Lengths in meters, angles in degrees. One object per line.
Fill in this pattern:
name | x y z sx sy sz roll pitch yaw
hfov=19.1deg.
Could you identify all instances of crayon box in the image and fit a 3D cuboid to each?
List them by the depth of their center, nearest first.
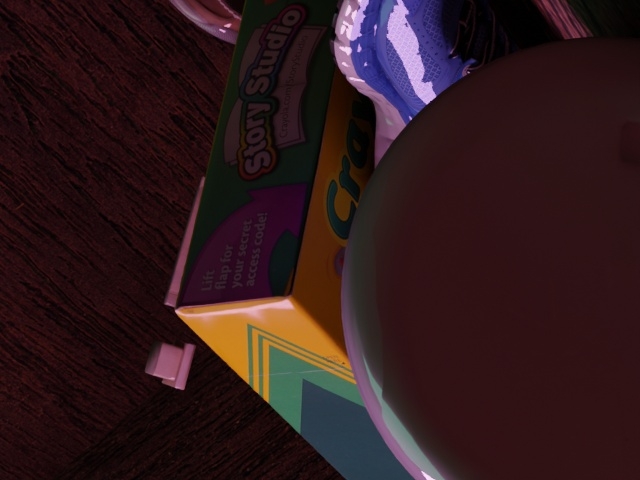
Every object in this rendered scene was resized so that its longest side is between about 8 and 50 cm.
crayon box | 0.037 -0.032 1.462 0.313 0.106 0.363 51 -139 -49

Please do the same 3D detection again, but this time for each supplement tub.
supplement tub | 0.130 0.029 0.979 0.235 0.235 0.325 50 180 2

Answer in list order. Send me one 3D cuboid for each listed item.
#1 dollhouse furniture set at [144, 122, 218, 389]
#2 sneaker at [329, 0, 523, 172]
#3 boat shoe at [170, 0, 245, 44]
dollhouse furniture set | 0.000 0.000 1.803 0.174 0.355 0.303 17 178 -21
sneaker | 0.106 -0.110 1.247 0.147 0.130 0.330 18 155 23
boat shoe | -0.127 -0.347 1.991 0.123 0.116 0.324 6 -130 -48
